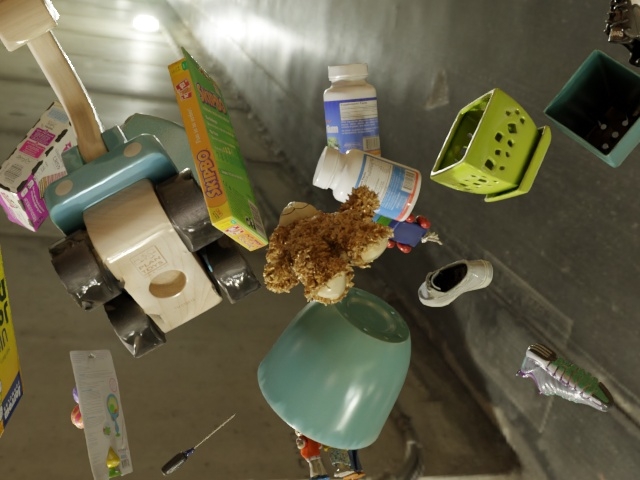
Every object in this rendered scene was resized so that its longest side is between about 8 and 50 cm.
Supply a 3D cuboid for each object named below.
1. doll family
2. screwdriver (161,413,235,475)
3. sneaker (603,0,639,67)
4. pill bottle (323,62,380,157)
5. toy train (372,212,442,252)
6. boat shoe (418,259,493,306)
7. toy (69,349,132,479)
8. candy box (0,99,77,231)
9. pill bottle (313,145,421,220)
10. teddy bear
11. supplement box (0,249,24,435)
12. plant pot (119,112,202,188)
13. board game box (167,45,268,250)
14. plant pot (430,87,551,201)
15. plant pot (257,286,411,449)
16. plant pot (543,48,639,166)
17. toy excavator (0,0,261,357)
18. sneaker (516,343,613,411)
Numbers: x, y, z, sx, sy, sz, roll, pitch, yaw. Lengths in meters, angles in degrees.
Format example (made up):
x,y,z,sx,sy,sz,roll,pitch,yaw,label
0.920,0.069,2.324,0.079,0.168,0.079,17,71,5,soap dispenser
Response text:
x,y,z,sx,sy,sz,roll,pitch,yaw,label
0.042,0.451,1.718,0.263,0.118,0.163,36,-149,-59,doll family
-0.224,0.381,1.424,0.025,0.169,0.024,56,174,0,screwdriver
0.619,-0.465,1.513,0.276,0.135,0.097,58,178,-17,sneaker
0.088,-0.360,2.169,0.152,0.152,0.272,-157,59,-70,pill bottle
0.219,-0.048,2.044,0.105,0.248,0.143,-52,57,16,toy train
0.273,0.087,1.663,0.227,0.081,0.079,-31,53,54,boat shoe
-0.421,0.325,1.416,0.137,0.056,0.238,26,-135,-74,toy
-0.581,-0.157,1.615,0.159,0.071,0.234,100,-165,-62,candy box
0.102,-0.132,1.702,0.124,0.221,0.124,-162,90,-82,pill bottle
0.000,0.000,1.295,0.245,0.113,0.338,-41,20,12,teddy bear
-0.542,0.110,1.017,0.194,0.195,0.357,-97,7,-67,supplement box
-0.405,-0.152,1.801,0.247,0.252,0.248,-17,36,54,plant pot
-0.136,-0.121,1.004,0.124,0.039,0.260,43,-151,-67,board game box
0.451,-0.228,1.991,0.227,0.207,0.228,-65,11,-10,plant pot
0.049,0.239,1.578,0.235,0.292,0.293,-62,29,23,plant pot
0.612,-0.259,1.620,0.165,0.234,0.166,44,102,27,plant pot
-0.323,-0.112,1.150,0.445,0.222,0.433,55,174,40,toy excavator
0.566,0.337,1.772,0.223,0.083,0.098,37,122,30,sneaker
